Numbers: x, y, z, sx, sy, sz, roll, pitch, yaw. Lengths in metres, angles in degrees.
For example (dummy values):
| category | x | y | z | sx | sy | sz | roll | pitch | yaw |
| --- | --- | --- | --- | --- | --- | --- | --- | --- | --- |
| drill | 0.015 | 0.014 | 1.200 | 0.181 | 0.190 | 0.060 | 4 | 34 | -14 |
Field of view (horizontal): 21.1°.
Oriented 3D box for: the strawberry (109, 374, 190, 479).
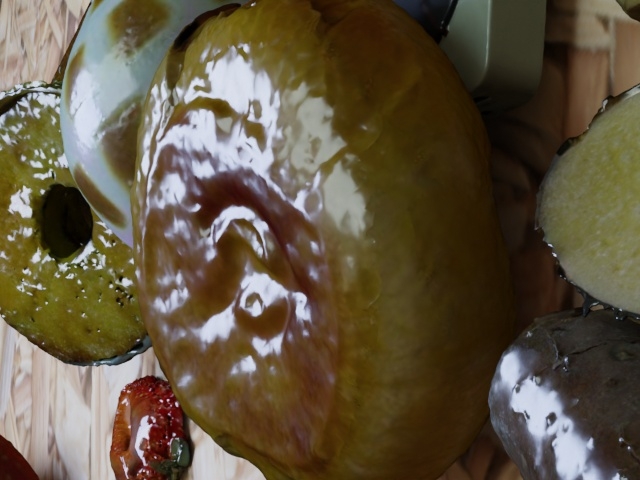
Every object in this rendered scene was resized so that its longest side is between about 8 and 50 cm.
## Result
| category | x | y | z | sx | sy | sz | roll | pitch | yaw |
| --- | --- | --- | --- | --- | --- | --- | --- | --- | --- |
| strawberry | -0.162 | 0.177 | 1.566 | 0.104 | 0.048 | 0.152 | -65 | 33 | 18 |

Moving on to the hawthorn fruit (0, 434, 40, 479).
| category | x | y | z | sx | sy | sz | roll | pitch | yaw |
| --- | --- | --- | --- | --- | --- | --- | --- | --- | --- |
| hawthorn fruit | -0.393 | 0.313 | 1.728 | 0.299 | 0.275 | 0.275 | 153 | 123 | -68 |

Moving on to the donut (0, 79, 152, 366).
| category | x | y | z | sx | sy | sz | roll | pitch | yaw |
| --- | --- | --- | --- | --- | --- | --- | --- | --- | --- |
| donut | -0.205 | -0.026 | 1.560 | 0.272 | 0.107 | 0.272 | 14 | 119 | 27 |

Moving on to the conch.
| category | x | y | z | sx | sy | sz | roll | pitch | yaw |
| --- | --- | --- | --- | --- | --- | --- | --- | --- | --- |
| conch | -0.084 | -0.101 | 1.366 | 0.197 | 0.249 | 0.368 | 8 | 107 | 43 |

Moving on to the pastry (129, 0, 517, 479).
| category | x | y | z | sx | sy | sz | roll | pitch | yaw |
| --- | --- | --- | --- | --- | --- | --- | --- | --- | --- |
| pastry | 0.000 | 0.000 | 1.121 | 0.356 | 0.164 | 0.356 | 21 | 116 | 52 |

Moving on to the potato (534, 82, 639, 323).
| category | x | y | z | sx | sy | sz | roll | pitch | yaw |
| --- | --- | --- | --- | --- | --- | --- | --- | --- | --- |
| potato | 0.203 | -0.007 | 0.886 | 0.164 | 0.081 | 0.200 | -48 | 30 | -1 |

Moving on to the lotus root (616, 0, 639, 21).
| category | x | y | z | sx | sy | sz | roll | pitch | yaw |
| --- | --- | --- | --- | --- | --- | --- | --- | --- | --- |
| lotus root | 0.192 | -0.241 | 0.991 | 0.110 | 0.097 | 0.258 | 147 | 121 | -64 |

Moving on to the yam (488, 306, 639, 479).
| category | x | y | z | sx | sy | sz | roll | pitch | yaw |
| --- | --- | --- | --- | --- | --- | --- | --- | --- | --- |
| yam | 0.185 | 0.140 | 0.835 | 0.131 | 0.131 | 0.280 | -67 | 27 | 23 |

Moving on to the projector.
| category | x | y | z | sx | sy | sz | roll | pitch | yaw |
| --- | --- | --- | --- | --- | --- | --- | --- | --- | --- |
| projector | 0.076 | -0.196 | 1.208 | 0.257 | 0.079 | 0.259 | -18 | 65 | 60 |

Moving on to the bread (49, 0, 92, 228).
| category | x | y | z | sx | sy | sz | roll | pitch | yaw |
| --- | --- | --- | --- | --- | --- | --- | --- | --- | --- |
| bread | -0.180 | -0.151 | 1.653 | 0.416 | 0.113 | 0.165 | -54 | 35 | 42 |
